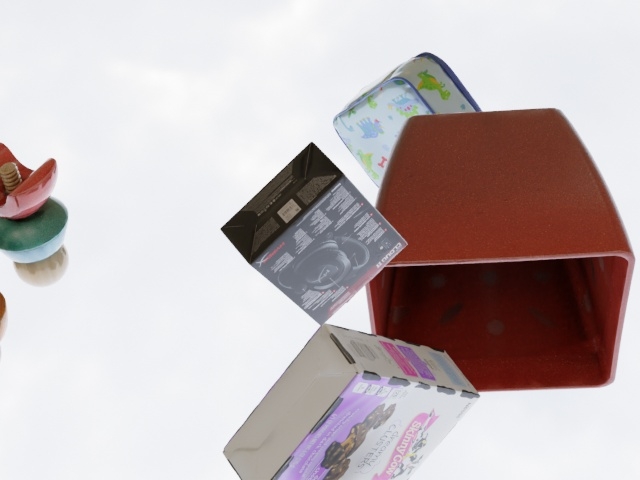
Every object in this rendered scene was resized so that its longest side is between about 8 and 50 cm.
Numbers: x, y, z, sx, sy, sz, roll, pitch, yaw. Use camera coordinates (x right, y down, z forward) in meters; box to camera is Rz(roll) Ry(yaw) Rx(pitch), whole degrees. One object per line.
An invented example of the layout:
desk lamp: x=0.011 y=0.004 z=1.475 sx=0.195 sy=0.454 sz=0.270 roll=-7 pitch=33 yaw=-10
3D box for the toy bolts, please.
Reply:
toy bolts: x=-0.365 y=0.020 z=1.359 sx=0.218 sy=0.158 sz=0.228 roll=22 pitch=-130 yaw=32

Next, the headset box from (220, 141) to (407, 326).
headset box: x=0.000 y=0.000 z=0.651 sx=0.062 sy=0.083 sz=0.032 roll=-44 pitch=-128 yaw=2

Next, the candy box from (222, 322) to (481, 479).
candy box: x=0.033 y=0.173 z=1.263 sx=0.165 sy=0.196 sz=0.070 roll=-53 pitch=-129 yaw=18

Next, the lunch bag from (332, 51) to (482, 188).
lunch bag: x=0.129 y=-0.151 z=1.836 sx=0.090 sy=0.176 sz=0.219 roll=-43 pitch=-172 yaw=-31

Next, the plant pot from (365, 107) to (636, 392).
plant pot: x=0.186 y=0.000 z=1.466 sx=0.267 sy=0.267 sz=0.236 roll=-3 pitch=-126 yaw=4
